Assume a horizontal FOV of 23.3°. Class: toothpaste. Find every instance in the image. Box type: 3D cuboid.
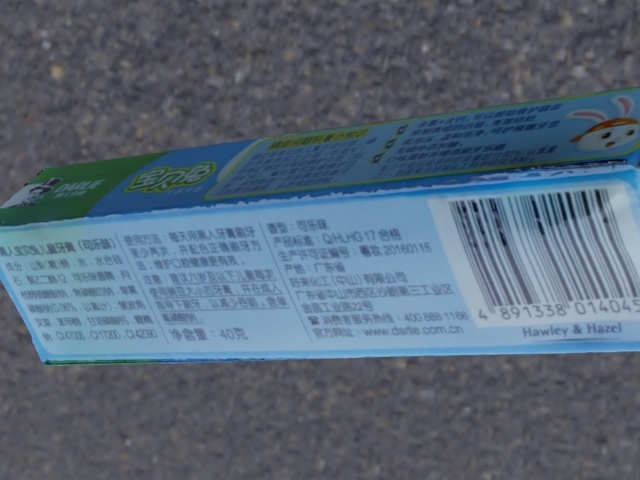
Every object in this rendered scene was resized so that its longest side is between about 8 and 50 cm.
[{"bbox_3d":[0.000,0.000,0.513,0.266,0.050,0.065,-5,122,36],"label":"toothpaste"}]
